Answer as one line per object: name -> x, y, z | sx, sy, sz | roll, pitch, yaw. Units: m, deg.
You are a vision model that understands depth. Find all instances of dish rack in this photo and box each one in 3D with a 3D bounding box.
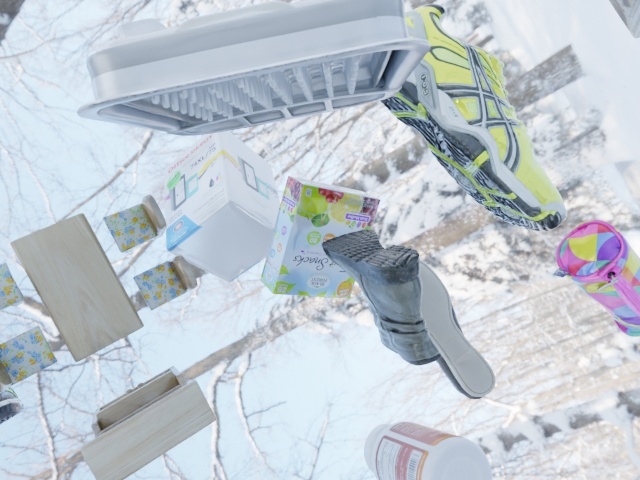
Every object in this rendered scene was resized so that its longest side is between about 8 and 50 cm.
dish rack -> -0.053, -0.171, 0.495 | 0.333, 0.285, 0.072 | -77, -22, -80

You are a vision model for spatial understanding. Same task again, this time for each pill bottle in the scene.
pill bottle -> 0.159, 0.361, 0.782 | 0.121, 0.216, 0.121 | 4, -101, -22

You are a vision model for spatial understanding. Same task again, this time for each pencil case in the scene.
pencil case -> 0.447, 0.064, 0.730 | 0.236, 0.104, 0.104 | 31, -143, -32

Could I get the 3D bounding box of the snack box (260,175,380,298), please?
snack box -> 0.000, 0.000, 0.903 | 0.174, 0.207, 0.070 | 7, -163, -33

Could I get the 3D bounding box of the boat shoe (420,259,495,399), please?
boat shoe -> 0.266, 0.204, 1.102 | 0.335, 0.112, 0.095 | 61, 163, 15

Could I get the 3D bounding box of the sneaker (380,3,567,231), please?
sneaker -> 0.219, -0.178, 0.681 | 0.384, 0.147, 0.145 | 49, 179, 3

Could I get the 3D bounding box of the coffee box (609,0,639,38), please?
coffee box -> 0.416, -0.453, 0.654 | 0.297, 0.119, 0.168 | 64, -157, 10

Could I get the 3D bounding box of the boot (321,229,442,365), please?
boot -> 0.079, 0.080, 0.714 | 0.246, 0.083, 0.161 | -148, 42, -67

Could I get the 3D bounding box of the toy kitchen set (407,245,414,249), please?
toy kitchen set -> 0.153, 0.044, 1.003 | 0.083, 0.075, 0.068 | 18, -106, -70

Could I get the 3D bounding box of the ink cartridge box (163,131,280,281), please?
ink cartridge box -> -0.228, -0.087, 1.146 | 0.197, 0.198, 0.270 | 36, -153, -44

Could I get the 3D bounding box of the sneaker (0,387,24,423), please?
sneaker -> -0.506, 0.227, 0.711 | 0.084, 0.235, 0.097 | -34, -78, -36

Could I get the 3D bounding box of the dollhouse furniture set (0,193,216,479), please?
dollhouse furniture set -> -0.221, 0.091, 0.491 | 0.212, 0.161, 0.242 | -28, -86, -23
